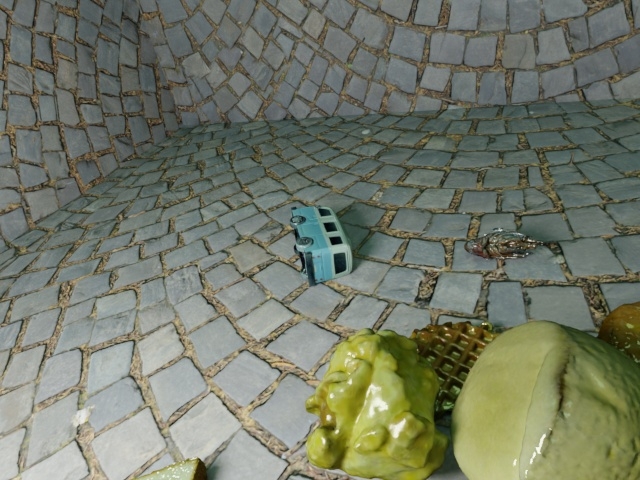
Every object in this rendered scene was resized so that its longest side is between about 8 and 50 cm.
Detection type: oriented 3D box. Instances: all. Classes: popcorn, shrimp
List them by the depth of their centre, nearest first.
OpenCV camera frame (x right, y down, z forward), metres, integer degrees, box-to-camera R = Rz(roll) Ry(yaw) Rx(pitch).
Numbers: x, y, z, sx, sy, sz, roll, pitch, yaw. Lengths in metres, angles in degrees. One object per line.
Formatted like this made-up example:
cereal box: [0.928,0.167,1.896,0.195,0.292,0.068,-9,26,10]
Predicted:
popcorn: [0.099,0.294,0.808,0.242,0.234,0.250,15,47,0]
shrimp: [0.511,0.008,1.206,0.233,0.090,0.079,-5,-1,31]

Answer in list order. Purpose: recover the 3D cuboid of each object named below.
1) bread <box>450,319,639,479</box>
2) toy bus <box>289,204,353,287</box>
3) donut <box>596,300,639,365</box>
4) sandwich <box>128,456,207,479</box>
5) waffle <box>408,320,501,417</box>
bread: [0.369,0.288,0.690,0.320,0.237,0.320,-47,3,4]
toy bus: [0.000,0.000,1.359,0.165,0.132,0.271,-11,36,-6]
donut: [0.661,0.231,0.776,0.318,0.150,0.299,-12,36,1]
sandwich: [-0.279,0.505,0.764,0.186,0.065,0.214,-16,33,-5]
waffle: [0.303,0.264,0.942,0.238,0.058,0.243,-12,36,-3]
